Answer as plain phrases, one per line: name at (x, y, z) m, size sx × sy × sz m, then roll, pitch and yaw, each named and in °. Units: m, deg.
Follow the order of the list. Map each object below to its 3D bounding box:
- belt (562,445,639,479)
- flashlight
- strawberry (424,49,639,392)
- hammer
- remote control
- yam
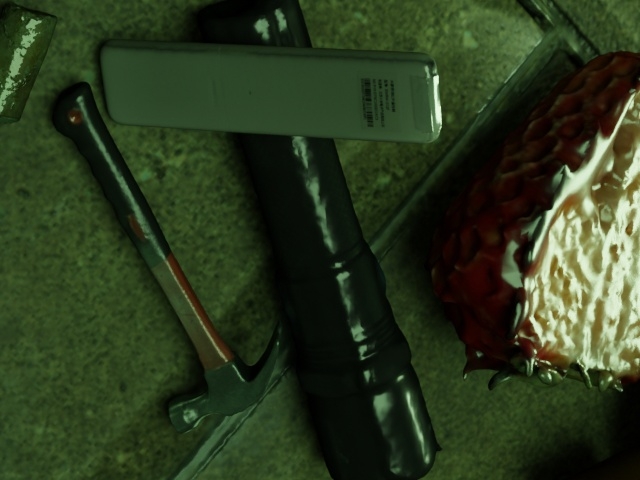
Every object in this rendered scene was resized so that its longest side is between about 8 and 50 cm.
belt at (0.276, 0.306, 1.532) m, size 0.105 × 0.184 × 0.261 m, roll -27°, pitch 124°, yaw -17°
flashlight at (0.000, 0.000, 1.366) m, size 0.103 × 0.103 × 0.424 m, roll -23°, pitch 111°, yaw -19°
strawberry at (0.182, -0.012, 1.427) m, size 0.253 × 0.150 × 0.280 m, roll -14°, pitch 108°, yaw -44°
hammer at (-0.124, 0.011, 1.327) m, size 0.111 × 0.033 × 0.287 m, roll -24°, pitch 111°, yaw 12°
remote control at (-0.038, -0.109, 1.257) m, size 0.029 × 0.261 × 0.067 m, roll -50°, pitch 140°, yaw -56°
yam at (-0.222, -0.123, 1.251) m, size 0.043 × 0.043 × 0.094 m, roll 19°, pitch 94°, yaw -29°
